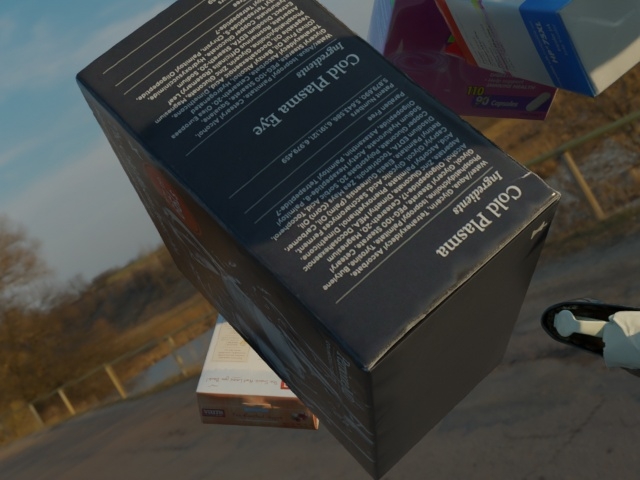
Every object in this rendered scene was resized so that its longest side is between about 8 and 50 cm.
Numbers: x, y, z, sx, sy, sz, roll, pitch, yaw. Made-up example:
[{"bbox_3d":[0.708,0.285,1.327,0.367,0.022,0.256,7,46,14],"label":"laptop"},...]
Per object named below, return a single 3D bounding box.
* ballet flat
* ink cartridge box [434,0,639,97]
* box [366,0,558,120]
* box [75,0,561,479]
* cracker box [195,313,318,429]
[{"bbox_3d":[0.386,0.127,1.104,0.096,0.095,0.280,7,-2,-22],"label":"ballet flat"},{"bbox_3d":[0.187,-0.203,0.693,0.134,0.078,0.231,-39,28,-5],"label":"ink cartridge box"},{"bbox_3d":[0.175,-0.264,0.946,0.213,0.117,0.243,3,-41,-7],"label":"box"},{"bbox_3d":[0.000,0.000,0.721,0.179,0.312,0.343,-41,-23,-15],"label":"box"},{"bbox_3d":[-0.069,0.149,1.172,0.156,0.067,0.232,2,36,6],"label":"cracker box"}]
